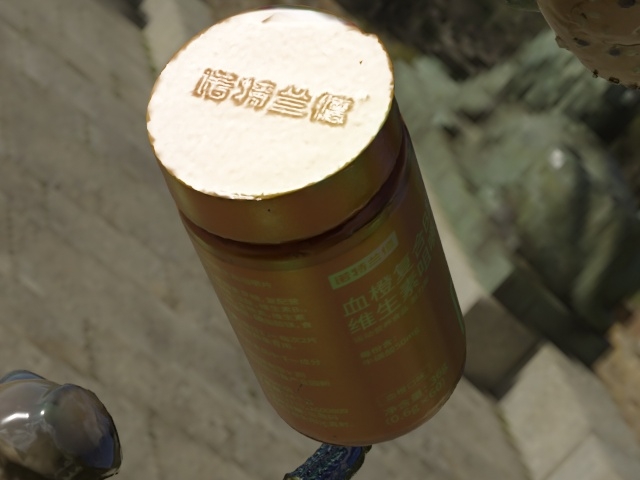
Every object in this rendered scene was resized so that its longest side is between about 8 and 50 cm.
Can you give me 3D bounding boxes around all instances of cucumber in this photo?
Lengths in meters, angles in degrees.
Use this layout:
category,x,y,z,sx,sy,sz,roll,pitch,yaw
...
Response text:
category,x,y,z,sx,sy,sz,roll,pitch,yaw
cucumber,0.010,0.154,1.356,0.135,0.034,0.033,-33,118,-60

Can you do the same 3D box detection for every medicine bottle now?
category,x,y,z,sx,sy,sz,roll,pitch,yaw
medicine bottle,0.000,0.000,0.798,0.096,0.096,0.192,54,-10,35

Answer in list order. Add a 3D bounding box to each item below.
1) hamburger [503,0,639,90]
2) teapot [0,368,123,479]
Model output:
category,x,y,z,sx,sy,sz,roll,pitch,yaw
hamburger,0.255,-0.214,1.160,0.318,0.277,0.195,-7,65,-20
teapot,-0.119,0.155,0.563,0.223,0.285,0.305,38,14,21
